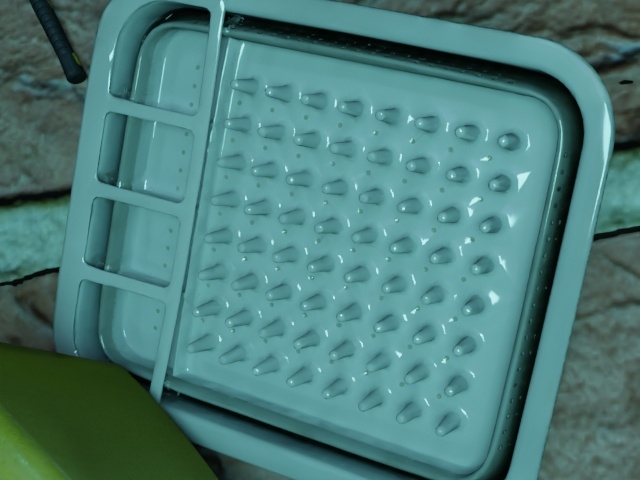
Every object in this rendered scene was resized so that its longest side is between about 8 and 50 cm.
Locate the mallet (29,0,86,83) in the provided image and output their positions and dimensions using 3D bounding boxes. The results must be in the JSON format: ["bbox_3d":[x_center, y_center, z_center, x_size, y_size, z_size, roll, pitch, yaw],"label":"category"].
[{"bbox_3d":[-0.229,-0.206,0.850,0.039,0.062,0.189,-29,70,2],"label":"mallet"}]

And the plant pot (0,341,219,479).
[{"bbox_3d":[-0.143,0.193,0.577,0.187,0.212,0.212,32,90,23],"label":"plant pot"}]

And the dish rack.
[{"bbox_3d":[0.000,0.000,0.678,0.333,0.072,0.285,15,101,24],"label":"dish rack"}]
